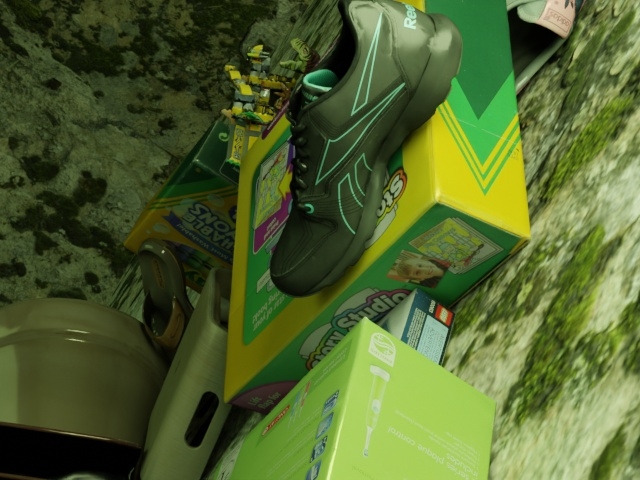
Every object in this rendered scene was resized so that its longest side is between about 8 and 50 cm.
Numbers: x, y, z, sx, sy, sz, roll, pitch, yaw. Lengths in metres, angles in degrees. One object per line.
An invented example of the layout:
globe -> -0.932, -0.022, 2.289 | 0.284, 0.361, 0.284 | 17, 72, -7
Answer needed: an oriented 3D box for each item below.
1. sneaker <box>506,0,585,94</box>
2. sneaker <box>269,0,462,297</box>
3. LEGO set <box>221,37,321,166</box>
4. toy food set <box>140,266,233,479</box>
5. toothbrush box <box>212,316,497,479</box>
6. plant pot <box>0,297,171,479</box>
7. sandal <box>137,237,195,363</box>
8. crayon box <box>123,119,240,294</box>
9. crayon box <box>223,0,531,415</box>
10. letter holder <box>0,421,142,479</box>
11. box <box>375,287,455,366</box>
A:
sneaker -> 0.235, -0.260, 1.273 | 0.319, 0.112, 0.131 | -58, 25, 27
sneaker -> 0.010, -0.079, 1.090 | 0.267, 0.106, 0.101 | -63, 28, 15
LEGO set -> 0.010, -0.200, 1.607 | 0.331, 0.255, 0.192 | -57, -24, -72
toy food set -> -0.140, 0.178, 1.689 | 0.306, 0.092, 0.219 | -104, 37, -76
toothbrush box -> -0.003, 0.223, 0.864 | 0.206, 0.122, 0.283 | -48, 13, 35
plant pot -> -0.370, 0.286, 1.853 | 0.323, 0.323, 0.280 | -49, 29, 33
sandal -> -0.212, 0.103, 1.852 | 0.090, 0.219, 0.060 | 5, 30, 33
crayon box -> -0.136, -0.011, 1.837 | 0.323, 0.203, 0.083 | -42, 19, 54
crayon box -> 0.041, -0.044, 1.258 | 0.363, 0.106, 0.313 | -46, 34, 44
letter holder -> -0.371, 0.291, 1.579 | 0.214, 0.302, 0.152 | 117, 161, -69
box -> 0.017, 0.162, 1.134 | 0.233, 0.044, 0.159 | -46, 16, 43
